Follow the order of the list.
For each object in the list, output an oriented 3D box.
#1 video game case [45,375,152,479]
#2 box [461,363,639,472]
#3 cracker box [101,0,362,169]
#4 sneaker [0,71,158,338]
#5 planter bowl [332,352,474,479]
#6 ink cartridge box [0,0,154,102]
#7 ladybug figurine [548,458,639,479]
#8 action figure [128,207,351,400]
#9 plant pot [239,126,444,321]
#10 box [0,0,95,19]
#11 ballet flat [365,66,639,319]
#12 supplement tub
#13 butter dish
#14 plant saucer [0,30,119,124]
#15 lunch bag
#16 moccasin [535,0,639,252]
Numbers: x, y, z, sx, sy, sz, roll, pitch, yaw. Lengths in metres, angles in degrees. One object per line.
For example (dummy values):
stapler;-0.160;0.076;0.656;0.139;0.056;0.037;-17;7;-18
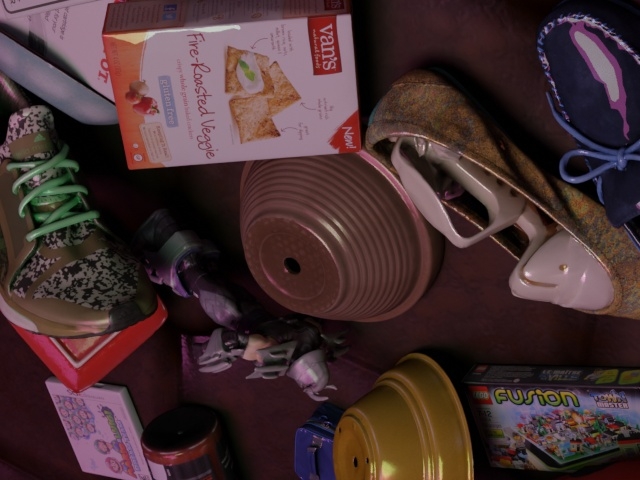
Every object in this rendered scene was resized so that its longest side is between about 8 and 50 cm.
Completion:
video game case;-0.295;0.259;1.964;0.143;0.019;0.157;3;122;36
box;0.254;0.184;1.481;0.207;0.036;0.114;-3;118;39
cracker box;-0.080;-0.155;1.379;0.232;0.067;0.155;-5;128;2
sneaker;-0.307;-0.049;1.559;0.410;0.158;0.182;45;147;41
planter bowl;0.071;0.231;1.532;0.217;0.090;0.217;177;90;-67
ink cartridge box;-0.255;-0.294;1.461;0.273;0.114;0.197;34;135;13
ladybug figurine;0.297;0.325;1.422;0.305;0.161;0.449;27;144;-30
action figure;-0.086;0.083;1.584;0.285;0.185;0.099;40;106;27
plant pot;0.000;0.000;1.488;0.237;0.110;0.237;20;131;24
box;-0.169;-0.305;1.268;0.290;0.087;0.169;-7;108;32
ballet flat;0.183;-0.016;1.329;0.348;0.123;0.123;41;136;5
supplement tub;-0.155;0.316;1.838;0.106;0.106;0.197;6;123;34
butter dish;-0.280;0.076;1.758;0.160;0.118;0.160;-41;91;6
plant saucer;-0.288;-0.169;1.543;0.195;0.037;0.195;33;180;0
lunch bag;0.009;0.244;1.689;0.067;0.065;0.098;20;131;24
moccasin;0.297;-0.055;1.215;0.342;0.117;0.138;50;136;-5
